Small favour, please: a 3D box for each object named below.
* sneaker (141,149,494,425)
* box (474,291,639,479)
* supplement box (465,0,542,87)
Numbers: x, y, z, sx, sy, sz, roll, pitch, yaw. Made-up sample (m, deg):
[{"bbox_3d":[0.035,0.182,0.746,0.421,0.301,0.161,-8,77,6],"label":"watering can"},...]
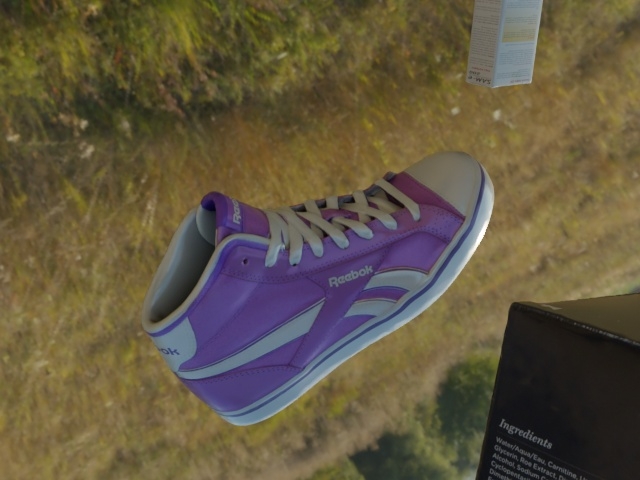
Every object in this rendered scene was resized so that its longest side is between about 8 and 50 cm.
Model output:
[{"bbox_3d":[0.000,0.001,0.609,0.282,0.102,0.161,-41,129,-10],"label":"sneaker"},{"bbox_3d":[0.156,0.112,0.413,0.156,0.158,0.093,-1,-167,-45],"label":"box"},{"bbox_3d":[0.176,-0.199,0.807,0.062,0.036,0.099,-13,116,-38],"label":"supplement box"}]
